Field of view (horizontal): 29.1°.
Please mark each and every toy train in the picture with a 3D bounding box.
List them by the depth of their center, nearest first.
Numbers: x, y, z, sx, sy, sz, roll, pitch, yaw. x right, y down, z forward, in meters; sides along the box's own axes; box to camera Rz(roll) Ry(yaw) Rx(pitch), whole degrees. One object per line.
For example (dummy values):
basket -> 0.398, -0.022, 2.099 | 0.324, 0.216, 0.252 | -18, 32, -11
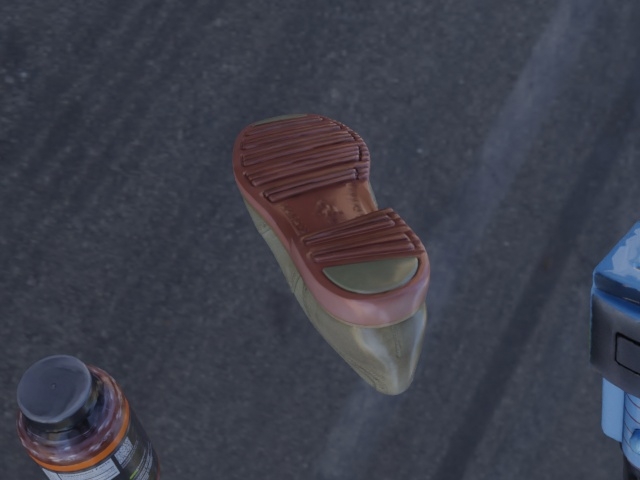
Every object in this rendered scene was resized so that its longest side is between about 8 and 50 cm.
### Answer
toy train -> 0.181, 0.060, 0.605 | 0.105, 0.080, 0.184 | -38, 138, -31

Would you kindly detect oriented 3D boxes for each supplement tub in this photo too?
supplement tub -> -0.225, 0.187, 1.179 | 0.106, 0.106, 0.198 | -52, 152, -26

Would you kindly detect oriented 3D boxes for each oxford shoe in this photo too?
oxford shoe -> 0.000, 0.000, 1.235 | 0.140, 0.397, 0.146 | -13, 125, -8
